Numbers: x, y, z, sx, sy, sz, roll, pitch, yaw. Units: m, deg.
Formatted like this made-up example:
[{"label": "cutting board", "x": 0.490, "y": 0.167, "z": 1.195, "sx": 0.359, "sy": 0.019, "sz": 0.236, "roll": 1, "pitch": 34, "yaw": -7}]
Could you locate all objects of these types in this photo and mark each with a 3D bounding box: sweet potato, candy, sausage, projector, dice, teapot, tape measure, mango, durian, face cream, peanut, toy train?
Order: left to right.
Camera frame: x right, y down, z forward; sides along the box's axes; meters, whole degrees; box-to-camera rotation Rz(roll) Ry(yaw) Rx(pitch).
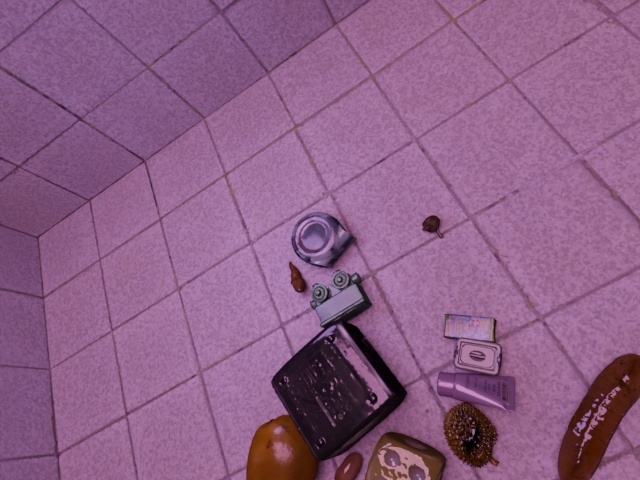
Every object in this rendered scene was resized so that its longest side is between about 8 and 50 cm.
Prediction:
[{"label": "mango", "x": -0.158, "y": 0.944, "z": 1.796, "sx": 0.300, "sy": 0.232, "sz": 0.445, "roll": 0, "pitch": 83, "yaw": 22}, {"label": "sweet potato", "x": -0.117, "y": 0.189, "z": 2.159, "sx": 0.068, "sy": 0.068, "sz": 0.226, "roll": -35, "pitch": 42, "yaw": 9}, {"label": "tape measure", "x": 0.000, "y": 0.000, "z": 2.124, "sx": 0.275, "sy": 0.147, "sz": 0.256, "roll": 40, "pitch": 93, "yaw": 27}, {"label": "projector", "x": 0.063, "y": 0.593, "z": 1.768, "sx": 0.405, "sy": 0.242, "sz": 0.395, "roll": -43, "pitch": 61, "yaw": 8}, {"label": "toy train", "x": 0.081, "y": 0.259, "z": 1.988, "sx": 0.266, "sy": 0.145, "sz": 0.201, "roll": -33, "pitch": 64, "yaw": 11}, {"label": "peanut", "x": 0.111, "y": 0.918, "z": 1.766, "sx": 0.076, "sy": 0.076, "sz": 0.152, "roll": 30, "pitch": 81, "yaw": 31}, {"label": "dice", "x": 0.309, "y": 0.855, "z": 1.611, "sx": 0.239, "sy": 0.227, "sz": 0.233, "roll": 14, "pitch": 80, "yaw": 27}, {"label": "teapot", "x": 0.505, "y": -0.055, "z": 1.971, "sx": 0.110, "sy": 0.085, "sz": 0.080, "roll": 43, "pitch": 67, "yaw": 3}, {"label": "candy", "x": 0.594, "y": 0.351, "z": 1.763, "sx": 0.195, "sy": 0.062, "sz": 0.097, "roll": 1, "pitch": 72, "yaw": 26}, {"label": "durian", "x": 0.546, "y": 0.716, "z": 1.604, "sx": 0.193, "sy": 0.138, "sz": 0.237, "roll": -47, "pitch": 60, "yaw": 2}, {"label": "face cream", "x": 0.584, "y": 0.559, "z": 1.667, "sx": 0.274, "sy": 0.096, "sz": 0.154, "roll": 0, "pitch": 33, "yaw": 23}, {"label": "sausage", "x": 0.932, "y": 0.594, "z": 1.482, "sx": 0.136, "sy": 0.123, "sz": 0.500, "roll": 34, "pitch": 87, "yaw": 2}]

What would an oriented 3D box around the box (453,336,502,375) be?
[{"label": "box", "x": 0.607, "y": 0.447, "z": 1.702, "sx": 0.172, "sy": 0.093, "sz": 0.123, "roll": 6, "pitch": 74, "yaw": 27}]
